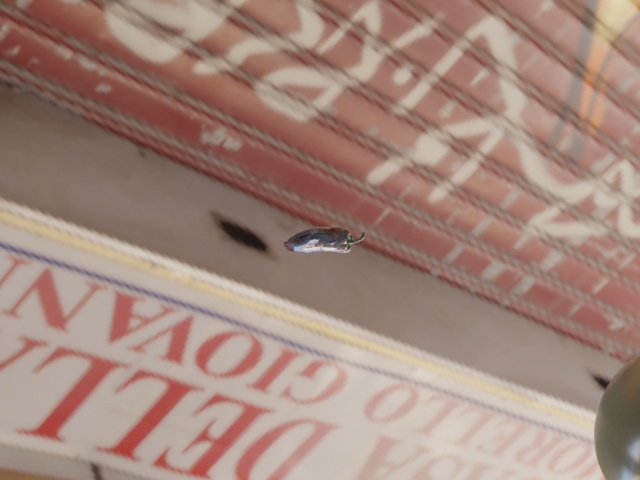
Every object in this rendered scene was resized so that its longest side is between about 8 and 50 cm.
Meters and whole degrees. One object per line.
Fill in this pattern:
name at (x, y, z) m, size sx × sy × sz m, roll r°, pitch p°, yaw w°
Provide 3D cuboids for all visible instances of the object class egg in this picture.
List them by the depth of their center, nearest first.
egg at (0.472, 0.261, 1.686) m, size 0.186 × 0.186 × 0.241 m, roll 33°, pitch -127°, yaw -26°

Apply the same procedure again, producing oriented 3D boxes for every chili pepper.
chili pepper at (0.000, -0.001, 2.046) m, size 0.050 × 0.153 × 0.041 m, roll -30°, pitch -63°, yaw -59°
